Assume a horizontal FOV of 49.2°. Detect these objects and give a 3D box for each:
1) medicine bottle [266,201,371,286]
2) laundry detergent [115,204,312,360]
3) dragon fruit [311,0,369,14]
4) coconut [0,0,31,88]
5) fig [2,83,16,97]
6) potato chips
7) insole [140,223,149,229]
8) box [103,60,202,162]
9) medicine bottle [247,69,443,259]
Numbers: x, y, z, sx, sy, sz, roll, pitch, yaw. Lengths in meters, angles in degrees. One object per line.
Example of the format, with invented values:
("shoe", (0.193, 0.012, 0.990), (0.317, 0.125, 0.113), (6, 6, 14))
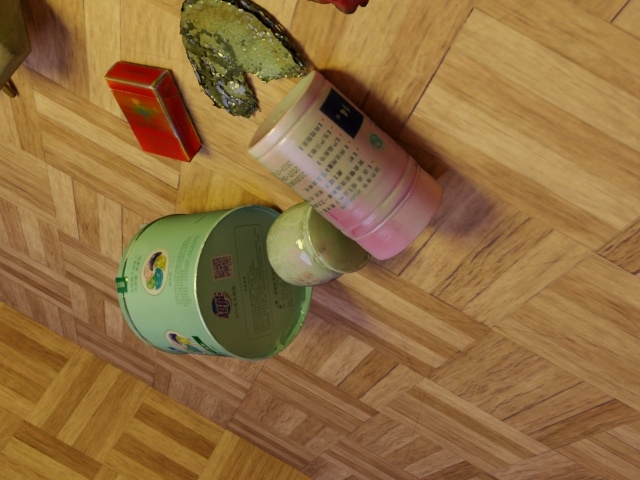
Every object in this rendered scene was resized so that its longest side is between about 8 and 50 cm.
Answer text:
("medicine bottle", (0.000, 0.000, 1.191), (0.147, 0.147, 0.143), (43, 145, -21))
("laundry detergent", (-0.220, 0.083, 1.364), (0.305, 0.287, 0.287), (-5, 135, 43))
("dragon fruit", (0.025, -0.356, 0.624), (0.233, 0.234, 0.293), (25, 118, 8))
("coconut", (-0.582, -0.342, 1.104), (0.259, 0.259, 0.259), (21, 149, 14))
("fig", (-0.706, -0.328, 1.319), (0.207, 0.175, 0.175), (4, 149, -7))
("potato chips", (-0.124, -0.267, 1.026), (0.202, 0.029, 0.220), (33, 147, -5))
("insole", (-0.334, 0.000, 1.614), (0.197, 0.004, 0.065), (19, 148, 17))
("box", (-0.285, -0.220, 1.203), (0.112, 0.048, 0.175), (17, 148, 24))
("medicine bottle", (0.037, -0.104, 1.002), (0.254, 0.152, 0.152), (39, 148, -16))
